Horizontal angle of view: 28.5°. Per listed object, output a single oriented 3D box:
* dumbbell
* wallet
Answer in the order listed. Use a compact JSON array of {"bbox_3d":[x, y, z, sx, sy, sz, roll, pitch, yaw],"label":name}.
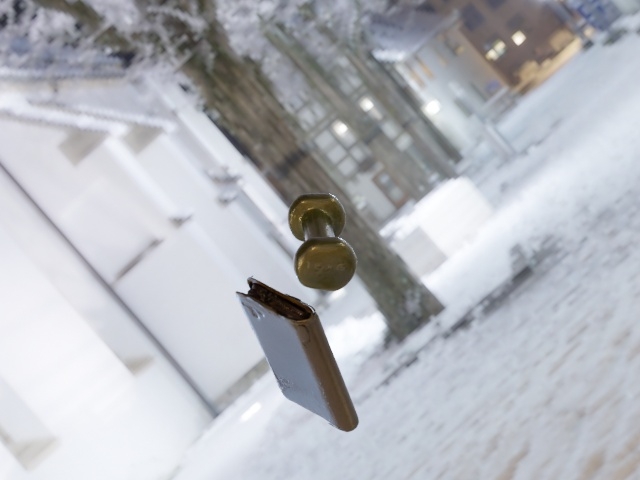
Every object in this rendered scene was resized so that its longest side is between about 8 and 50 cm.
[{"bbox_3d":[0.000,0.000,1.049,0.118,0.052,0.046,-99,15,-66],"label":"dumbbell"},{"bbox_3d":[-0.023,0.123,1.350,0.031,0.110,0.198,-46,-40,-23],"label":"wallet"}]
